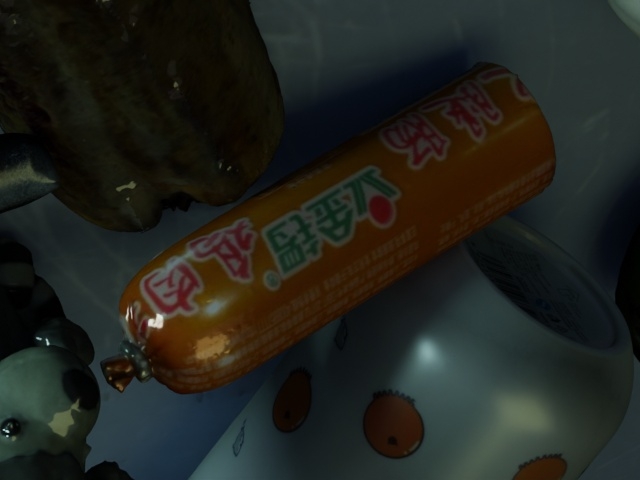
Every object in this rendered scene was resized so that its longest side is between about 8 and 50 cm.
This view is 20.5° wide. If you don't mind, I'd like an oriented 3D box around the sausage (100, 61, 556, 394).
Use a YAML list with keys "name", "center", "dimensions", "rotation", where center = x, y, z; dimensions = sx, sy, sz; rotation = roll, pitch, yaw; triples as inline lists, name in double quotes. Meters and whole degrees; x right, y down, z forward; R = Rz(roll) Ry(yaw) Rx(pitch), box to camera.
- name: "sausage"
  center: [0.000, 0.000, 1.059]
  dimensions: [0.312, 0.093, 0.093]
  rotation: [-31, 144, -24]

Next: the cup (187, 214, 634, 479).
- name: "cup"
  center: [0.056, 0.140, 1.209]
  dimensions: [0.212, 0.212, 0.317]
  rotation: [13, 123, -41]

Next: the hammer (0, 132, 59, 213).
- name: "hammer"
  center: [-0.282, -0.012, 0.930]
  dimensions: [0.289, 0.037, 0.137]
  rotation: [-15, 139, -4]

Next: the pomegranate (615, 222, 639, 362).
- name: "pomegranate"
  center: [0.328, 0.023, 1.299]
  dimensions: [0.248, 0.202, 0.202]
  rotation: [-40, 151, -37]

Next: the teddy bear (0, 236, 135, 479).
- name: "teddy bear"
  center: [-0.177, 0.099, 1.010]
  dimensions: [0.144, 0.251, 0.171]
  rotation: [-47, 153, 20]

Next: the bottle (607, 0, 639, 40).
- name: "bottle"
  center: [0.277, -0.151, 1.104]
  dimensions: [0.147, 0.147, 0.236]
  rotation: [-42, 148, 12]

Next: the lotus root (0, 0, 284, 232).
- name: "lotus root"
  center: [-0.109, -0.107, 0.943]
  dimensions: [0.167, 0.078, 0.329]
  rotation: [-33, 142, -1]
